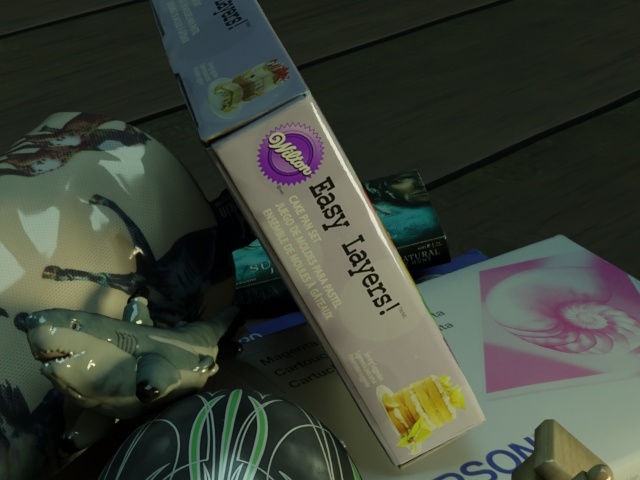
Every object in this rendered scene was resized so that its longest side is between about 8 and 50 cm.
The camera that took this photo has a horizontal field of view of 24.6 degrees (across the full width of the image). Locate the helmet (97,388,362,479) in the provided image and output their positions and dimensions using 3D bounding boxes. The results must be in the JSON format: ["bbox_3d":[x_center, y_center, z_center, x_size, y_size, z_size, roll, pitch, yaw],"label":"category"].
[{"bbox_3d":[-0.046,0.162,0.742,0.169,0.161,0.169,2,27,-1],"label":"helmet"}]

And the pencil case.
[{"bbox_3d":[-0.204,0.094,0.796,0.183,0.160,0.410,44,49,-1],"label":"pencil case"}]

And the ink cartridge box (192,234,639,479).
[{"bbox_3d":[0.096,0.088,1.002,0.324,0.071,0.330,-18,35,-33],"label":"ink cartridge box"}]

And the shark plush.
[{"bbox_3d":[-0.084,0.051,0.779,0.161,0.073,0.067,-21,77,-45],"label":"shark plush"}]

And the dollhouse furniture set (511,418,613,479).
[{"bbox_3d":[0.237,0.205,0.565,0.303,0.174,0.355,40,20,-8],"label":"dollhouse furniture set"}]

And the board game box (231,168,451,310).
[{"bbox_3d":[0.000,0.000,1.159,0.186,0.026,0.126,-14,29,-1],"label":"board game box"}]

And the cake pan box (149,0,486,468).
[{"bbox_3d":[-0.010,-0.029,0.887,0.070,0.246,0.267,-27,29,1],"label":"cake pan box"}]
